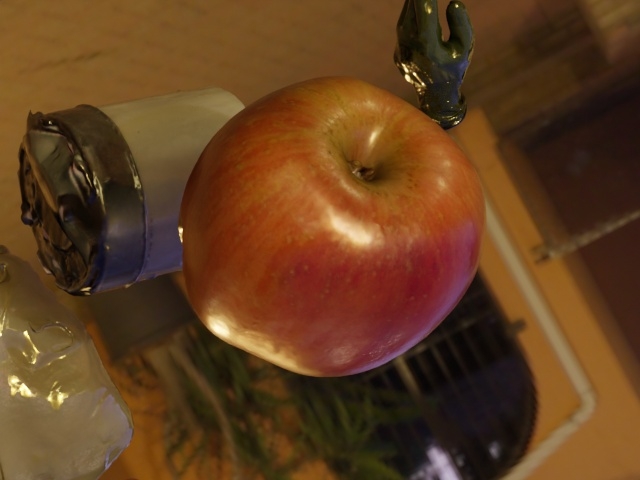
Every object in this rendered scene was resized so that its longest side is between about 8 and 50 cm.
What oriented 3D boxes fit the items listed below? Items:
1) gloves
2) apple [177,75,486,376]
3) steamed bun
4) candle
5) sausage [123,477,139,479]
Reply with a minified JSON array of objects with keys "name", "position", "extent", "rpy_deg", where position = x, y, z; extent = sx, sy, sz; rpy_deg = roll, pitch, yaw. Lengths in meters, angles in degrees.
[{"name":"gloves","position":[0.164,-0.284,2.077],"extent":[0.135,0.268,0.107],"rpy_deg":[12,-143,31]},{"name":"apple","position":[0.000,0.000,1.145],"extent":[0.242,0.242,0.241],"rpy_deg":[-26,156,-40]},{"name":"steamed bun","position":[-0.404,0.180,1.655],"extent":[0.309,0.324,0.219],"rpy_deg":[1,-148,44]},{"name":"candle","position":[-0.138,-0.063,1.423],"extent":[0.330,0.187,0.187],"rpy_deg":[-15,171,-35]},{"name":"sausage","position":[-0.254,0.357,1.703],"extent":[0.154,0.062,0.062],"rpy_deg":[-59,172,10]}]
